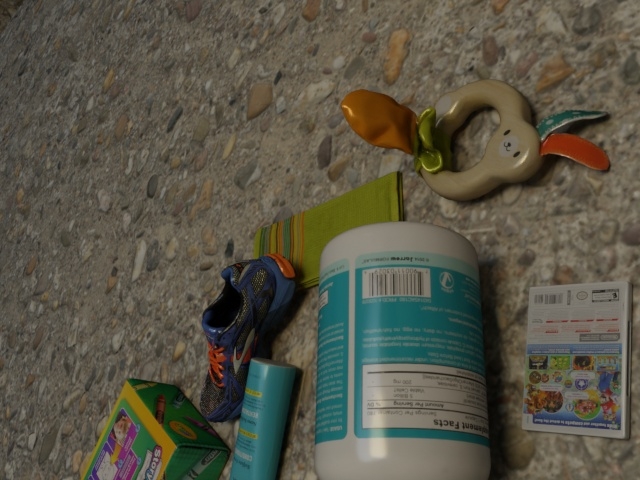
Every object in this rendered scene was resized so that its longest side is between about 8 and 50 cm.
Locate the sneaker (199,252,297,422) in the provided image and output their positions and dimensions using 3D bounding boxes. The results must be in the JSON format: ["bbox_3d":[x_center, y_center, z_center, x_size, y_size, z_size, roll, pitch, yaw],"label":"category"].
[{"bbox_3d":[-0.107,0.113,0.852,0.083,0.087,0.221,32,109,46],"label":"sneaker"}]

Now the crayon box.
[{"bbox_3d":[-0.238,0.338,0.917,0.165,0.081,0.278,31,97,49],"label":"crayon box"}]

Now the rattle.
[{"bbox_3d":[0.141,-0.111,0.659,0.130,0.143,0.200,-53,33,-10],"label":"rattle"}]

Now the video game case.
[{"bbox_3d":[0.207,0.095,0.587,0.087,0.011,0.122,-8,67,45],"label":"video game case"}]

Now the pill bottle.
[{"bbox_3d":[0.068,0.127,0.622,0.146,0.146,0.264,-19,60,42],"label":"pill bottle"}]

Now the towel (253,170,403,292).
[{"bbox_3d":[0.000,0.000,0.851,0.237,0.021,0.102,-22,59,41],"label":"towel"}]

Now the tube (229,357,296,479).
[{"bbox_3d":[-0.071,0.238,0.810,0.080,0.052,0.207,3,82,58],"label":"tube"}]
